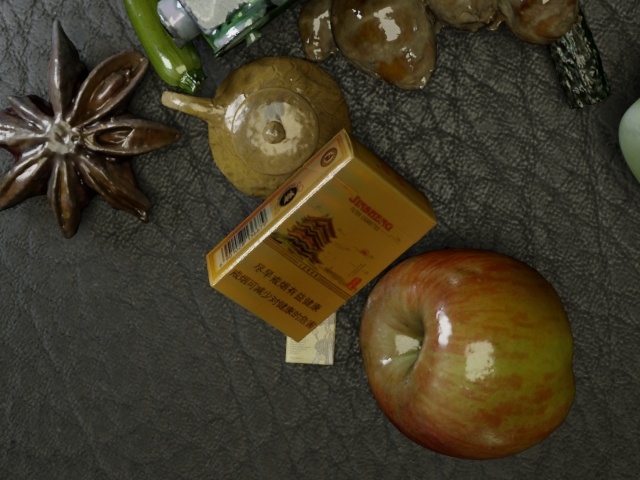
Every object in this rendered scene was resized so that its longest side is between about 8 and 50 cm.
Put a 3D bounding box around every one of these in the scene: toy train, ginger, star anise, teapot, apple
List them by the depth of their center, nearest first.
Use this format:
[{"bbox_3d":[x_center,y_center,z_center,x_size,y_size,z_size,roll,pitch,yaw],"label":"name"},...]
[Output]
[{"bbox_3d":[-0.078,-0.373,1.492,0.307,0.249,0.173,-36,97,8],"label":"toy train"},{"bbox_3d":[0.146,-0.328,1.523,0.375,0.176,0.256,-22,77,13],"label":"ginger"},{"bbox_3d":[0.215,0.154,1.551,0.301,0.301,0.302,0,98,2],"label":"apple"},{"bbox_3d":[-0.071,-0.156,1.564,0.311,0.167,0.203,18,98,0],"label":"teapot"},{"bbox_3d":[-0.359,-0.151,1.607,0.315,0.108,0.316,1,98,5],"label":"star anise"}]

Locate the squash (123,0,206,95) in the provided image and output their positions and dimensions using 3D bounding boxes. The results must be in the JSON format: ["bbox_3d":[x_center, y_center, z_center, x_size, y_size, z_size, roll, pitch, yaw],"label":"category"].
[{"bbox_3d":[-0.223,-0.297,1.564,0.069,0.069,0.258,-27,67,5],"label":"squash"}]

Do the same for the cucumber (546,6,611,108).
[{"bbox_3d":[0.326,-0.327,1.579,0.067,0.067,0.294,-23,96,5],"label":"cucumber"}]

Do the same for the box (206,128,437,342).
[{"bbox_3d":[0.000,0.000,1.547,0.274,0.076,0.174,-42,125,19],"label":"box"}]

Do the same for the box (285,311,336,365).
[{"bbox_3d":[-0.012,0.109,1.672,0.073,0.020,0.149,2,97,2],"label":"box"}]

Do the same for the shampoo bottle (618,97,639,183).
[{"bbox_3d":[0.575,-0.157,1.464,0.317,0.322,0.322,-45,94,-1],"label":"shampoo bottle"}]
